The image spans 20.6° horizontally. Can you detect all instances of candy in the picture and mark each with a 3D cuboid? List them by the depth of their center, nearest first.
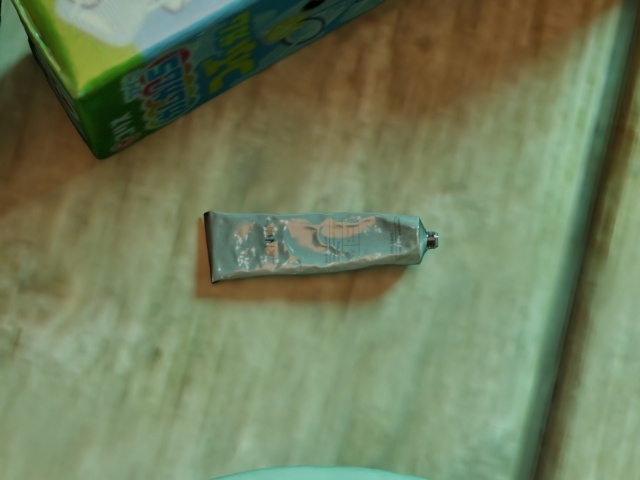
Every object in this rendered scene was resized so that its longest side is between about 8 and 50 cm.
[{"bbox_3d":[-0.021,-0.112,0.684,0.194,0.097,0.062,-30,83,-8],"label":"candy"}]

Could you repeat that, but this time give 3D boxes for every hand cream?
[{"bbox_3d":[0.000,0.000,0.698,0.093,0.019,0.030,-2,75,0],"label":"hand cream"}]

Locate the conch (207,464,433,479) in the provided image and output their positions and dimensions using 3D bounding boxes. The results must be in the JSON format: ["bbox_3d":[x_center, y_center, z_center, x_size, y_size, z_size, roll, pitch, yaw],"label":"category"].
[{"bbox_3d":[0.005,0.168,0.605,0.221,0.121,0.185,26,81,12],"label":"conch"}]
